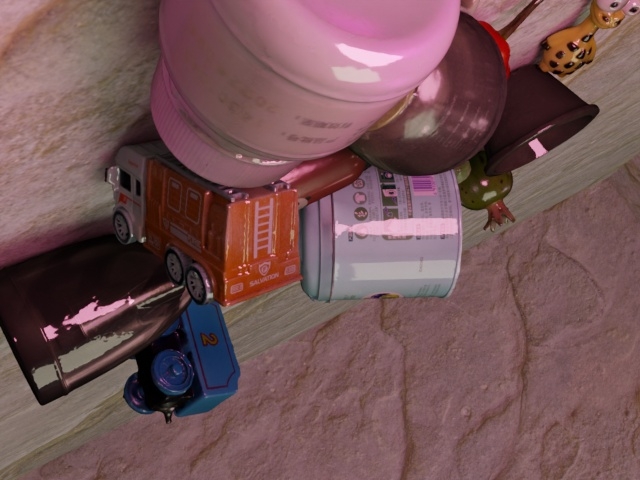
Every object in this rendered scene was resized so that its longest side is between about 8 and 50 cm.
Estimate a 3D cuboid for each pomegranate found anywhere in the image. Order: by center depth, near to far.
[{"bbox_3d":[0.466,-0.137,1.886,0.181,0.224,0.181,-25,174,-3],"label":"pomegranate"}]

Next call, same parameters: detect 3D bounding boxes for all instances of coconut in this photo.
[{"bbox_3d":[0.360,-0.191,1.789,0.083,0.082,0.081,13,-171,-6],"label":"coconut"}]

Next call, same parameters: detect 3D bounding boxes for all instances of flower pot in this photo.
[{"bbox_3d":[0.446,-0.272,1.470,0.269,0.166,0.269,-26,167,-7],"label":"flower pot"}]

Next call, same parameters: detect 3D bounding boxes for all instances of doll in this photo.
[{"bbox_3d":[0.525,-0.417,1.289,0.117,0.086,0.291,8,152,-15],"label":"doll"}]

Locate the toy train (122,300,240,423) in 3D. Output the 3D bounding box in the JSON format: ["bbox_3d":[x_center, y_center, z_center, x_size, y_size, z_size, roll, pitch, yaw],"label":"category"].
[{"bbox_3d":[-0.343,0.278,1.631,0.265,0.300,0.188,3,148,-46],"label":"toy train"}]

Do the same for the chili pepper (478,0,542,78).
[{"bbox_3d":[0.246,-0.289,1.116,0.338,0.131,0.134,-31,-163,-20],"label":"chili pepper"}]

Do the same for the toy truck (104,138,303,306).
[{"bbox_3d":[-0.162,-0.045,0.888,0.136,0.305,0.162,-17,123,-39],"label":"toy truck"}]

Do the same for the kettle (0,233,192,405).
[{"bbox_3d":[-0.383,0.100,1.172,0.324,0.228,0.321,-26,-167,-27],"label":"kettle"}]

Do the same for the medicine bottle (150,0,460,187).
[{"bbox_3d":[-0.038,-0.195,0.661,0.241,0.241,0.302,-20,173,-31],"label":"medicine bottle"}]

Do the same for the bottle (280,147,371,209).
[{"bbox_3d":[-0.029,-0.127,1.126,0.336,0.144,0.144,-25,166,-17],"label":"bottle"}]

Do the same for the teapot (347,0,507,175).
[{"bbox_3d":[0.129,-0.227,0.859,0.321,0.240,0.239,-36,166,27],"label":"teapot"}]

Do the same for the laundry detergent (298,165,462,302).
[{"bbox_3d":[0.089,-0.024,1.312,0.305,0.287,0.287,-1,162,-5],"label":"laundry detergent"}]
